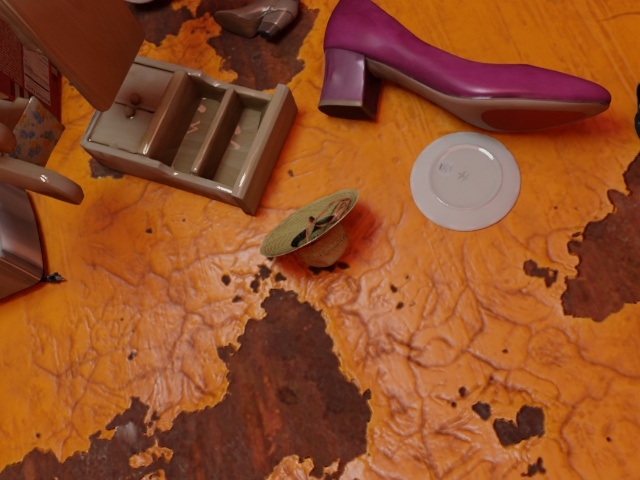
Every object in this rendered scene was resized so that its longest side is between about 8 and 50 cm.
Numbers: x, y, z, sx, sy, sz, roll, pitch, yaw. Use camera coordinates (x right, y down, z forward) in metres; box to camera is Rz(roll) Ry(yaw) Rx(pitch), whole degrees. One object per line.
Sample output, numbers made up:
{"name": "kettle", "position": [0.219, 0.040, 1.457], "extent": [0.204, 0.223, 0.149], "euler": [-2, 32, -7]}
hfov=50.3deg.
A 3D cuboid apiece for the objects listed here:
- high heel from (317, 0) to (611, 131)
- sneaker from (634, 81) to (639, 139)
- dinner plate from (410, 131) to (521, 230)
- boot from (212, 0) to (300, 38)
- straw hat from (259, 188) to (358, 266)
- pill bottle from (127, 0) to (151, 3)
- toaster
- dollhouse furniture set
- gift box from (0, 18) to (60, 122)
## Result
{"name": "high heel", "position": [0.177, -0.244, 0.875], "extent": [0.377, 0.127, 0.181], "euler": [8, 83, 16]}
{"name": "sneaker", "position": [0.518, -0.231, 0.790], "extent": [0.257, 0.169, 0.447], "euler": [10, 75, 12]}
{"name": "dinner plate", "position": [0.187, -0.080, 0.881], "extent": [0.141, 0.017, 0.141], "euler": [-4, 69, 10]}
{"name": "boot", "position": [-0.090, -0.346, 1.017], "extent": [0.118, 0.042, 0.087], "euler": [22, 70, 16]}
{"name": "straw hat", "position": [0.000, 0.000, 0.859], "extent": [0.144, 0.144, 0.061], "euler": [-34, 110, -3]}
{"name": "pill bottle", "position": [-0.287, -0.455, 1.053], "extent": [0.094, 0.094, 0.169], "euler": [-16, 56, 5]}
{"name": "toaster", "position": [-0.472, 0.002, 0.923], "extent": [0.186, 0.110, 0.168], "euler": [-22, 69, 2]}
{"name": "dollhouse furniture set", "position": [-0.210, -0.204, 0.795], "extent": [0.256, 0.394, 0.362], "euler": [16, 74, 15]}
{"name": "gift box", "position": [-0.543, -0.285, 0.967], "extent": [0.258, 0.255, 0.276], "euler": [-9, 75, 5]}
